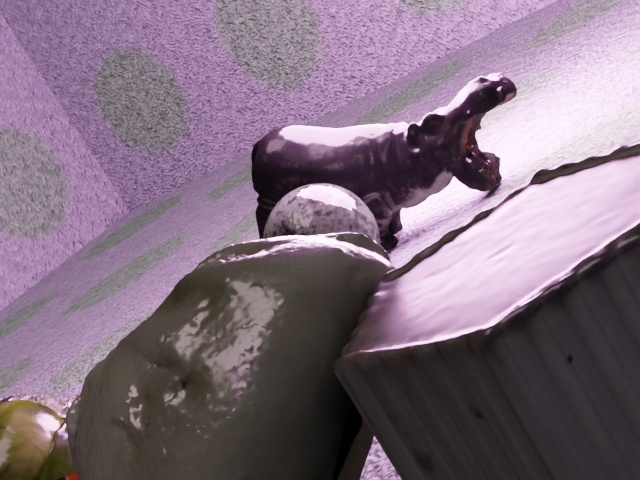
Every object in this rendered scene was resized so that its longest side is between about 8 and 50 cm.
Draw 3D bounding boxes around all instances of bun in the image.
[{"bbox_3d":[-0.064,0.120,1.073,0.293,0.187,0.293,23,-90,-82],"label":"bun"}]

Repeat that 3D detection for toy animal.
[{"bbox_3d":[0.082,-0.083,1.995,0.343,0.168,0.106,-14,13,17],"label":"toy animal"}]

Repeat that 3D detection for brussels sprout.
[{"bbox_3d":[-0.319,0.241,1.758,0.183,0.131,0.145,-20,37,48],"label":"brussels sprout"}]

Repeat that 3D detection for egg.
[{"bbox_3d":[0.000,0.000,1.896,0.132,0.132,0.172,-31,21,4],"label":"egg"}]

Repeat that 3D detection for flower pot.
[{"bbox_3d":[0.148,0.077,0.921,0.209,0.190,0.239,-27,12,24],"label":"flower pot"}]

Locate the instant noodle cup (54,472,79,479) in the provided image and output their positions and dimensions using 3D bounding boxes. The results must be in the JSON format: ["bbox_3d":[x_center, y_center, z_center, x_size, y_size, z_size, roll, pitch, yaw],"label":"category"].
[{"bbox_3d":[-0.161,0.228,1.375,0.135,0.127,0.127,-26,9,-10],"label":"instant noodle cup"}]

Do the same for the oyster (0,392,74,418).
[{"bbox_3d":[-0.377,0.265,1.917,0.267,0.112,0.198,-43,-9,-15],"label":"oyster"}]
